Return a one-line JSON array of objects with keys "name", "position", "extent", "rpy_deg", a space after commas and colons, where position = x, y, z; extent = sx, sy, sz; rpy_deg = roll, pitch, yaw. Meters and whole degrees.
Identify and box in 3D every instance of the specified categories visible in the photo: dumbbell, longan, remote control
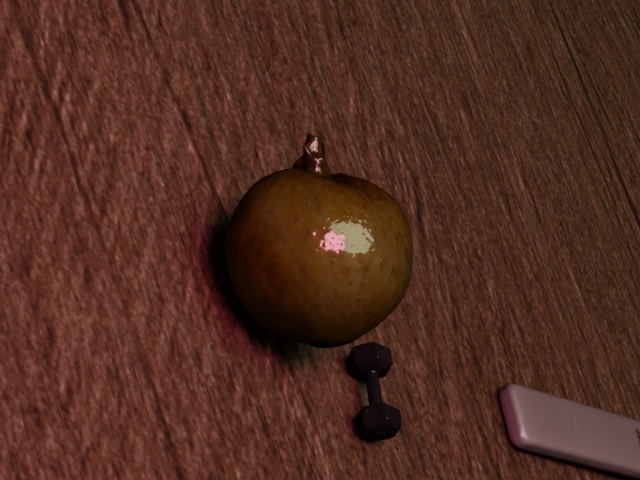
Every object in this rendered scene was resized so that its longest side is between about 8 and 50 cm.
[{"name": "dumbbell", "position": [0.045, 0.128, 1.524], "extent": [0.036, 0.040, 0.083], "rpy_deg": [4, 55, -17]}, {"name": "longan", "position": [0.000, 0.000, 1.456], "extent": [0.155, 0.145, 0.176], "rpy_deg": [26, 65, -69]}, {"name": "remote control", "position": [0.263, 0.195, 1.791], "extent": [0.261, 0.029, 0.067], "rpy_deg": [19, 50, -44]}]
